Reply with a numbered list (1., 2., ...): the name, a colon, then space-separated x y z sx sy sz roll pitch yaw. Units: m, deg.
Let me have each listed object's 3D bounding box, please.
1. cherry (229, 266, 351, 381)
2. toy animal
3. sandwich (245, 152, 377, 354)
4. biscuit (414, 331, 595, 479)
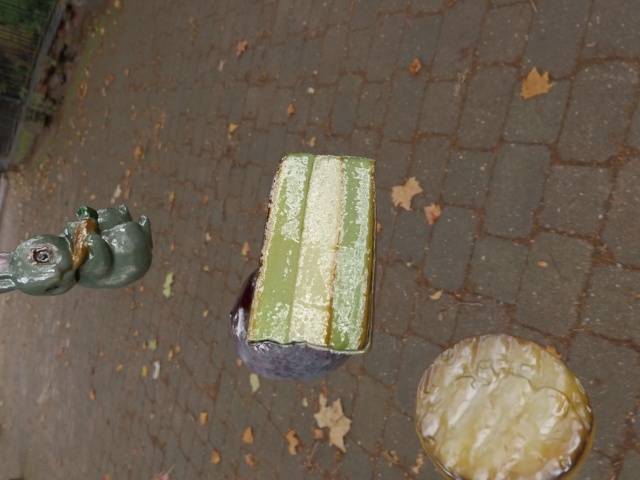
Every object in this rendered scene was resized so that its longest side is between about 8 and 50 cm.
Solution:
1. cherry: -0.026 0.105 0.705 0.195 0.195 0.195 -18 67 51
2. toy animal: -0.368 0.034 0.736 0.125 0.251 0.127 -23 92 51
3. sandwich: 0.000 0.000 0.501 0.144 0.117 0.187 -41 -45 -88
4. biscuit: 0.314 0.307 0.898 0.296 0.102 0.296 -13 45 13
